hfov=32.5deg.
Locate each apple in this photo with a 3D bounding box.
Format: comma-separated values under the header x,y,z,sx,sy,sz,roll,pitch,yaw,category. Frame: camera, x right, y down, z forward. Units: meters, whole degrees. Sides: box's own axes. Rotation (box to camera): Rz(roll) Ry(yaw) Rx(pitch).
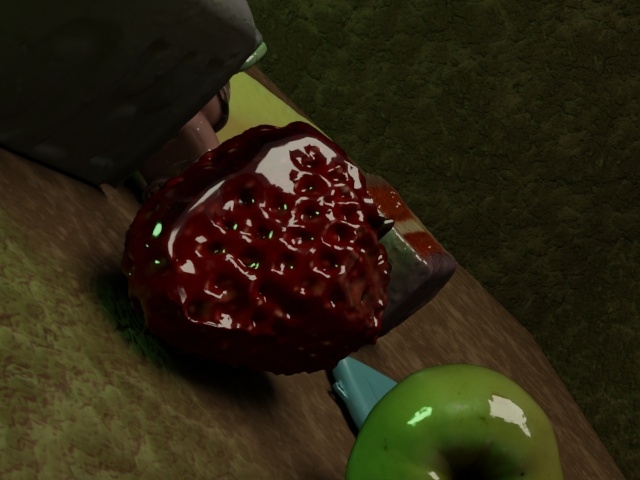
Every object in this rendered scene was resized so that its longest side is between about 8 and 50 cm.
x,y,z,sx,sy,sz,roll,pitch,yaw,category
0.153,0.272,1.253,0.262,0.262,0.262,45,11,-11,apple

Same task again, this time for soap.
x,y,z,sx,sy,sz,roll,pitch,yaw,category
-0.314,-0.273,1.298,0.435,0.350,0.213,25,32,-60,soap

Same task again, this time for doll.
x,y,z,sx,sy,sz,roll,pitch,yaw,category
-0.209,-0.194,1.631,0.216,0.284,0.268,59,27,-19,doll

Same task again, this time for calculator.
x,y,z,sx,sy,sz,roll,pitch,yaw,category
0.153,0.311,1.700,0.386,0.054,0.256,36,15,-31,calculator

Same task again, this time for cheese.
x,y,z,sx,sy,sz,roll,pitch,yaw,category
-0.144,-0.177,1.846,0.384,0.104,0.384,32,33,-24,cheese

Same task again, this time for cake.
x,y,z,sx,sy,sz,roll,pitch,yaw,category
0.079,0.038,1.926,0.237,0.230,0.309,47,11,11,cake

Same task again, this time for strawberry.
x,y,z,sx,sy,sz,roll,pitch,yaw,category
-0.094,0.027,1.313,0.345,0.317,0.295,-14,15,-43,strawberry
